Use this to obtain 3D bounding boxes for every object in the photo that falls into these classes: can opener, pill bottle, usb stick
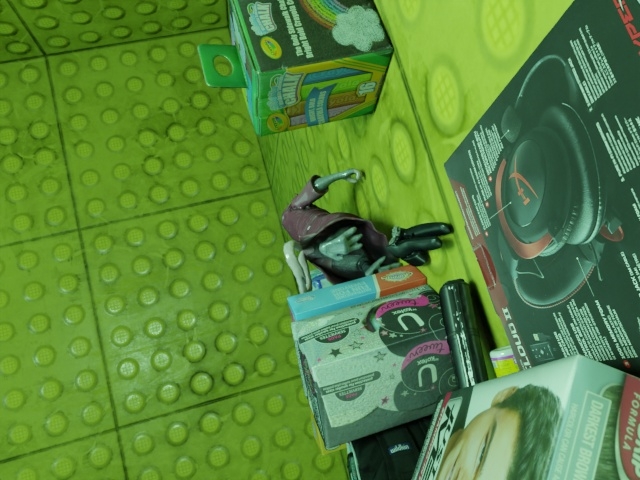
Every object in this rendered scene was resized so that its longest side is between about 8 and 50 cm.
[{"bbox_3d":[0.159,-0.003,0.830,0.059,0.073,0.186,-66,6,-14],"label":"can opener"},{"bbox_3d":[0.237,0.170,0.626,0.043,0.044,0.083,124,131,-76],"label":"pill bottle"},{"bbox_3d":[0.202,0.187,0.690,0.077,0.045,0.277,66,-163,-68],"label":"usb stick"}]

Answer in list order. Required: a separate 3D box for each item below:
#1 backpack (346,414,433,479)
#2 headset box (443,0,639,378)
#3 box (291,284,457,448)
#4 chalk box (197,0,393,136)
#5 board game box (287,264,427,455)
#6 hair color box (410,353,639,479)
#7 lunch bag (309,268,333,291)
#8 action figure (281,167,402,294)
[{"bbox_3d":[0.154,0.374,0.846,0.253,0.226,0.190,-119,23,-67],"label":"backpack"},{"bbox_3d":[0.206,-0.018,0.368,0.293,0.110,0.217,110,144,-71],"label":"headset box"},{"bbox_3d":[0.097,0.194,0.837,0.142,0.248,0.163,-129,27,-63],"label":"box"},{"bbox_3d":[-0.055,-0.307,0.882,0.179,0.289,0.180,104,151,-68],"label":"chalk box"},{"bbox_3d":[0.084,0.222,0.959,0.064,0.243,0.316,-129,26,-64],"label":"board game box"},{"bbox_3d":[0.158,0.222,0.429,0.374,0.114,0.185,91,-158,-70],"label":"hair color box"},{"bbox_3d":[0.046,0.171,1.271,0.090,0.176,0.218,-143,41,-74],"label":"lunch bag"},{"bbox_3d":[0.000,0.000,1.110,0.370,0.276,0.247,35,146,54],"label":"action figure"}]
